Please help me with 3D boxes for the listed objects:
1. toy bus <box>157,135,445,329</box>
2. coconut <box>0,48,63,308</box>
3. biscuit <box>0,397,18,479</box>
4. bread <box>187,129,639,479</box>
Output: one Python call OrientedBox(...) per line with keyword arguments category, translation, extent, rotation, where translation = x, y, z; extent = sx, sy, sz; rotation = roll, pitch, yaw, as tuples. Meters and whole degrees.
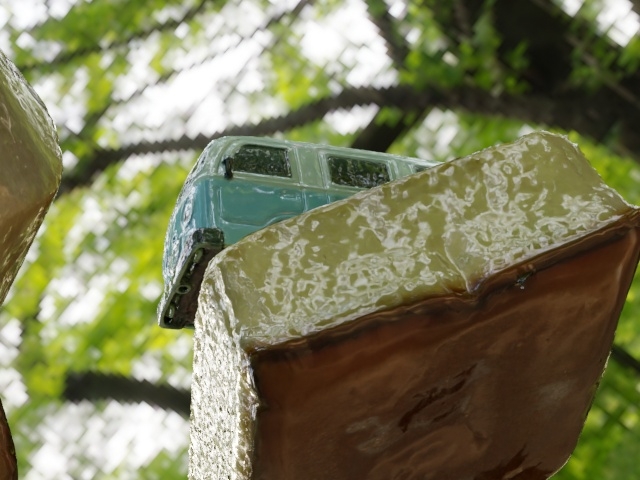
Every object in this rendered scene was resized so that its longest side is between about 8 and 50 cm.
OrientedBox(category="toy bus", translation=(0.000, 0.000, 1.606), extent=(0.133, 0.271, 0.164), rotation=(119, 151, -47))
OrientedBox(category="coconut", translation=(-0.313, -0.055, 1.214), extent=(0.329, 0.329, 0.329), rotation=(-49, -12, -14))
OrientedBox(category="biscuit", translation=(-0.276, 0.122, 0.805), extent=(0.318, 0.318, 0.040), rotation=(-46, 16, -28))
OrientedBox(category="bread", translation=(0.060, 0.101, 1.402), extent=(0.324, 0.143, 0.333), rotation=(-21, -36, -21))
